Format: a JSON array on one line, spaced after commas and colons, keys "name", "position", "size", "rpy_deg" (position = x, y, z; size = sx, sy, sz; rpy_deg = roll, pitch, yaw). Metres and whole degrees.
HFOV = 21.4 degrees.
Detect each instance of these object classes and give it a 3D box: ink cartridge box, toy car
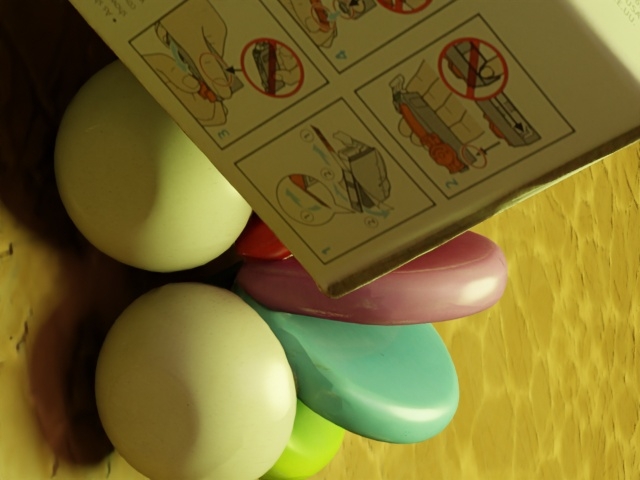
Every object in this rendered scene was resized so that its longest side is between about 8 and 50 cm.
[{"name": "ink cartridge box", "position": [-0.005, -0.191, 0.508], "size": [0.309, 0.130, 0.272], "rpy_deg": [49, 40, -14]}, {"name": "toy car", "position": [0.000, 0.000, 0.611], "size": [0.159, 0.136, 0.182], "rpy_deg": [-27, 112, -60]}]
